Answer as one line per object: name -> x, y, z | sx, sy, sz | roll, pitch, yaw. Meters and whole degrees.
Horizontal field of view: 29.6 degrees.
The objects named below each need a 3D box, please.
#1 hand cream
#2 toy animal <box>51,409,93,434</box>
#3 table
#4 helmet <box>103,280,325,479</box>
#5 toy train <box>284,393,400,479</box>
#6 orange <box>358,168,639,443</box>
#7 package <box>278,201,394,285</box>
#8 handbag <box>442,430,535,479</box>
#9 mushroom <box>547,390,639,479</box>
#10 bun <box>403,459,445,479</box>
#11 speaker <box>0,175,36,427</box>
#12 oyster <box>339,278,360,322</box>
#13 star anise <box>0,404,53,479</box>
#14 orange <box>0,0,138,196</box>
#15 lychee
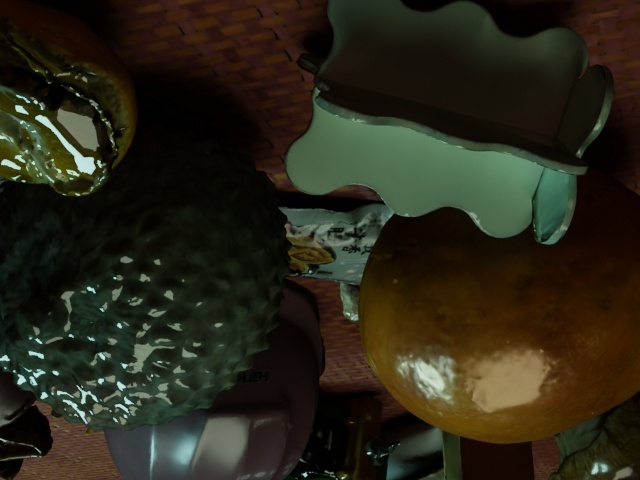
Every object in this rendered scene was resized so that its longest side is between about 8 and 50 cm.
hand cream -> 0.136, 0.325, 1.893 | 0.139, 0.089, 0.314 | 5, 152, -42
toy animal -> -0.343, 0.229, 1.665 | 0.083, 0.060, 0.081 | 5, 121, -23
table -> 0.083, -0.094, 0.875 | 0.198, 0.167, 0.166 | 12, 153, -12
helmet -> -0.123, 0.199, 1.408 | 0.271, 0.197, 0.338 | 2, 151, -26
toy train -> -0.071, 0.333, 1.794 | 0.249, 0.178, 0.429 | 30, 142, -32
orange -> 0.170, 0.053, 1.058 | 0.283, 0.226, 0.284 | -16, -170, 3
package -> 0.000, 0.000, 1.214 | 0.239, 0.030, 0.154 | 5, 153, -13
handbag -> 0.238, 0.308, 1.716 | 0.127, 0.190, 0.063 | 10, 155, -25
mushroom -> 0.398, 0.253, 1.628 | 0.267, 0.254, 0.267 | -32, -176, 3
bun -> 0.210, 0.431, 1.912 | 0.299, 0.165, 0.299 | -26, 173, -4
speaker -> -0.355, 0.037, 1.108 | 0.259, 0.198, 0.329 | 4, 150, 21
oyster -> 0.094, 0.083, 1.367 | 0.199, 0.061, 0.106 | 9, 155, -22
star anise -> -0.452, 0.219, 1.572 | 0.190, 0.126, 0.220 | -24, 120, 40
orange -> -0.203, -0.108, 0.864 | 0.170, 0.112, 0.160 | 44, 145, -2
lychee -> -0.149, 0.024, 0.991 | 0.255, 0.255, 0.274 | -14, -173, 26
